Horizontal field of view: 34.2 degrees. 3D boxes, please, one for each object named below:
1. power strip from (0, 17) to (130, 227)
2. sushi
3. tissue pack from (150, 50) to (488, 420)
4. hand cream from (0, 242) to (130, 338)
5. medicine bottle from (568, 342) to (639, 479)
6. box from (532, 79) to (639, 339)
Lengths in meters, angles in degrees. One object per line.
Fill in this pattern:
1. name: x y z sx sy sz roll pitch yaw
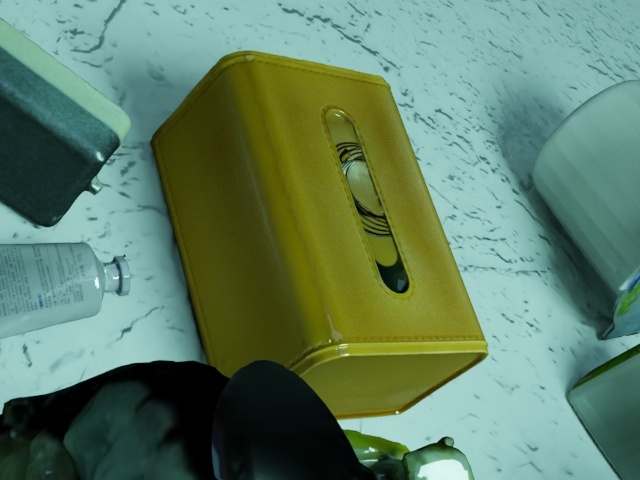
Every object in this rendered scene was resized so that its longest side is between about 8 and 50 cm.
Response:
1. power strip: -0.262 -0.116 0.758 0.256 0.105 0.070 38 42 -14
2. sushi: -0.060 0.248 0.505 0.285 0.328 0.329 27 43 -38
3. tissue pack: 0.000 0.000 0.872 0.194 0.145 0.275 4 59 -41
4. hand cream: -0.207 0.033 0.746 0.142 0.053 0.084 -7 64 -27
5. medicine bottle: 0.361 0.155 1.030 0.088 0.188 0.132 -23 77 -47
6. box: 0.356 -0.059 1.147 0.206 0.262 0.291 54 -3 29
